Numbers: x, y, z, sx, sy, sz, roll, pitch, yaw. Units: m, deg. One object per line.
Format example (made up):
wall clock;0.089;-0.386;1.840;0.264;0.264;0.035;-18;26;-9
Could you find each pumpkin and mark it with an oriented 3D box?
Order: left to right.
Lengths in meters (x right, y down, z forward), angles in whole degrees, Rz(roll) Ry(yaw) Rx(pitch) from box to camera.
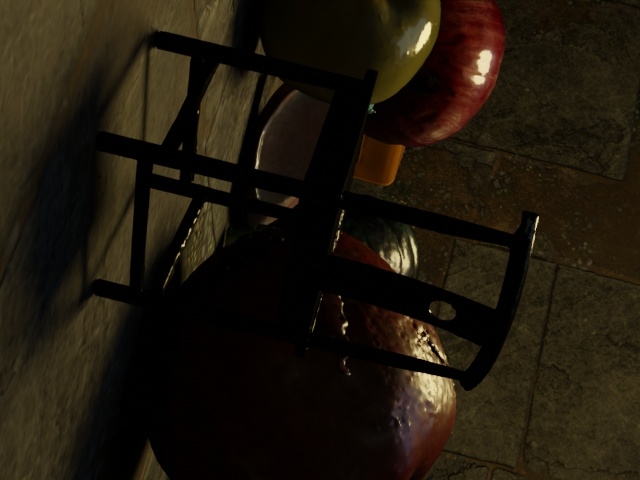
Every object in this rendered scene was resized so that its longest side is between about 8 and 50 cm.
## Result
pumpkin;0.000;0.000;1.502;0.248;0.248;0.248;14;90;-88

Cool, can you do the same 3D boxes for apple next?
apple;0.028;-0.226;1.144;0.200;0.200;0.200;14;90;-88

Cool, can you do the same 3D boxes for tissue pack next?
tissue pack;0.082;-0.252;2.211;0.274;0.194;0.145;99;10;-59

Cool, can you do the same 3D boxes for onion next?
onion;0.118;-0.322;1.841;0.285;0.347;0.348;-3;113;-43

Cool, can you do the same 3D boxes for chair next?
chair;-0.001;-0.019;0.732;0.141;0.260;0.154;-74;177;-46

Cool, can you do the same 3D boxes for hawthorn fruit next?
hawthorn fruit;-0.024;0.140;1.053;0.316;0.316;0.316;14;90;-88

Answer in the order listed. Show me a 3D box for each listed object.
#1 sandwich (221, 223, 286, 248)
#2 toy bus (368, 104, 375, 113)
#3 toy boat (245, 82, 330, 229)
sandwich;-0.108;0.103;1.308;0.159;0.079;0.235;-40;142;-68
toy bus;0.051;-0.333;1.653;0.165;0.133;0.271;-23;129;-82
toy boat;-0.052;-0.112;1.431;0.282;0.096;0.206;-147;-103;-79
